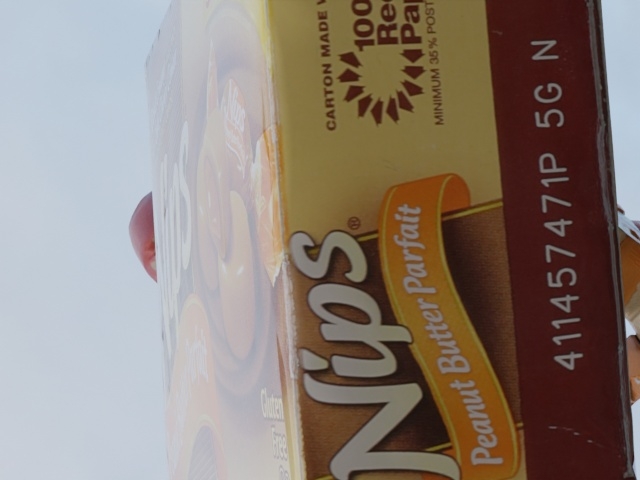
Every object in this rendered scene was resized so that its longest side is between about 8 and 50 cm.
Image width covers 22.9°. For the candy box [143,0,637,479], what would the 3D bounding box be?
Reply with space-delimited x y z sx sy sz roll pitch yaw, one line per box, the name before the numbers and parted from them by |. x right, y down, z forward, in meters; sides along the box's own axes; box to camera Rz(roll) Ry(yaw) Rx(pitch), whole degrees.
candy box | 0.000 0.000 0.509 0.087 0.316 0.183 -3 -94 -10

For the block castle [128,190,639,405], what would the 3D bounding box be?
block castle | 0.091 0.022 1.384 0.453 0.303 0.213 33 -161 -29
